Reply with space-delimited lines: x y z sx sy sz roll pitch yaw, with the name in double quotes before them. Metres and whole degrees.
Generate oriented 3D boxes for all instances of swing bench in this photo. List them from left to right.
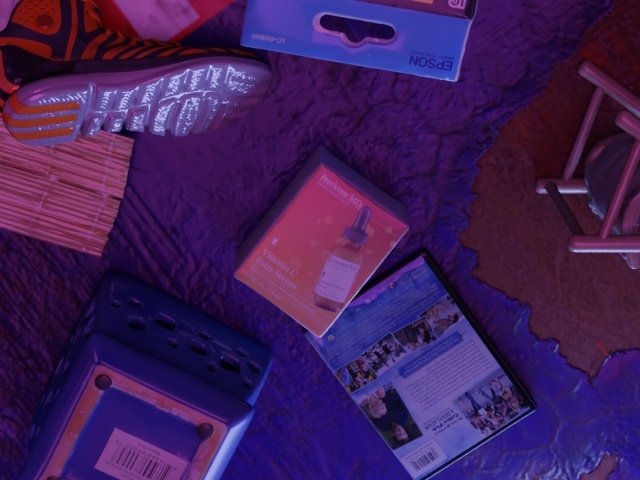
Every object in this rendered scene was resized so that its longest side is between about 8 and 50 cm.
"swing bench" 0.395 -0.062 1.640 0.254 0.253 0.165 17 107 -5

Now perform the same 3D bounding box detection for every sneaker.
"sneaker" -0.216 -0.212 1.654 0.321 0.180 0.125 -6 145 -31

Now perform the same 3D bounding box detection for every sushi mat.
"sushi mat" -0.378 -0.092 1.709 0.316 0.019 0.151 17 105 -10

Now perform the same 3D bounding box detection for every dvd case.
"dvd case" 0.123 0.156 1.827 0.180 0.022 0.253 -34 104 9

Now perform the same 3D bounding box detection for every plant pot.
"plant pot" -0.205 0.208 1.741 0.236 0.212 0.236 27 104 -8

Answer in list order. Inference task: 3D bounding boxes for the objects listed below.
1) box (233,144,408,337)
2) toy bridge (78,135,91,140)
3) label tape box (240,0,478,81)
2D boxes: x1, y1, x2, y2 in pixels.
"box" 0.000 0.000 1.740 0.130 0.091 0.170 35 104 -11
"toy bridge" -0.286 -0.121 1.733 0.063 0.026 0.188 -11 108 2
"label tape box" 0.060 -0.368 1.616 0.249 0.115 0.348 9 109 -4
